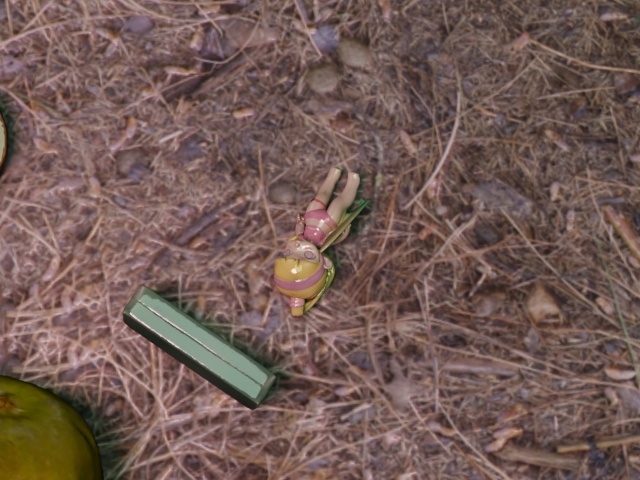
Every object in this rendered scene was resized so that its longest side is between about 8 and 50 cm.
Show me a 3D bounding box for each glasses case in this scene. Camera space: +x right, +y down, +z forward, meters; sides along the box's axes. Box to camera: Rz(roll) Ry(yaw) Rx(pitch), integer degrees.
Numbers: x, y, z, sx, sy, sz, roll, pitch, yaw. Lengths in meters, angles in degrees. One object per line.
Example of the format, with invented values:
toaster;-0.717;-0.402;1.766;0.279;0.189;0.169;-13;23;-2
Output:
glasses case;-0.137;0.122;1.275;0.184;0.078;0.039;34;73;0

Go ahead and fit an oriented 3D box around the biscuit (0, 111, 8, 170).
biscuit;-0.458;-0.117;1.298;0.208;0.049;0.181;36;76;1

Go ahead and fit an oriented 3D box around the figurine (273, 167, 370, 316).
figurine;0.000;0.000;1.331;0.083;0.083;0.187;23;64;-2

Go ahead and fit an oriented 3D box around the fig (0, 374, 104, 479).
fig;-0.332;0.291;1.182;0.233;0.233;0.314;-12;124;-10
